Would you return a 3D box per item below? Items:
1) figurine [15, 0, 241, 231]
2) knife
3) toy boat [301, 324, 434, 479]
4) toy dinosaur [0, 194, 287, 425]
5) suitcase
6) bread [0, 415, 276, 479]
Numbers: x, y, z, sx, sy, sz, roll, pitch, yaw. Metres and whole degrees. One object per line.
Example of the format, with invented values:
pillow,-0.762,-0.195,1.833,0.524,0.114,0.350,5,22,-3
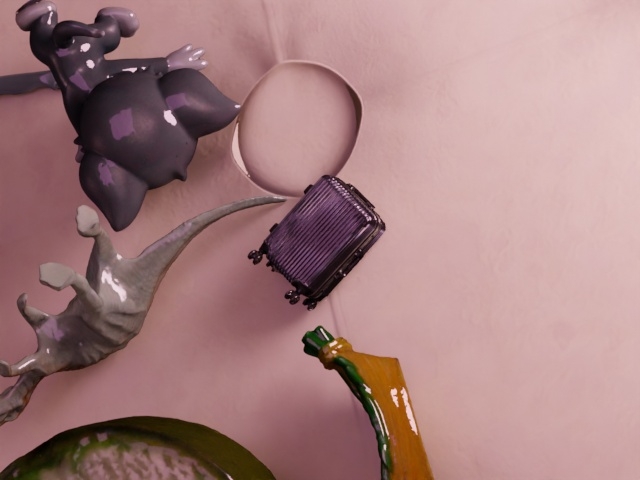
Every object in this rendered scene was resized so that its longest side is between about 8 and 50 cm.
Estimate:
figurine,-0.215,-0.168,1.790,0.193,0.140,0.265,-35,92,-2
knife,-0.303,-0.184,1.904,0.210,0.015,0.028,-7,71,22
toy boat,0.050,0.181,1.614,0.088,0.089,0.229,-16,63,0
toy dinosaur,-0.215,0.043,1.735,0.393,0.205,0.092,-36,55,-13
suitcase,0.000,0.000,1.695,0.126,0.059,0.086,-48,65,8
bread,-0.177,0.359,1.640,0.382,0.129,0.366,7,90,17
